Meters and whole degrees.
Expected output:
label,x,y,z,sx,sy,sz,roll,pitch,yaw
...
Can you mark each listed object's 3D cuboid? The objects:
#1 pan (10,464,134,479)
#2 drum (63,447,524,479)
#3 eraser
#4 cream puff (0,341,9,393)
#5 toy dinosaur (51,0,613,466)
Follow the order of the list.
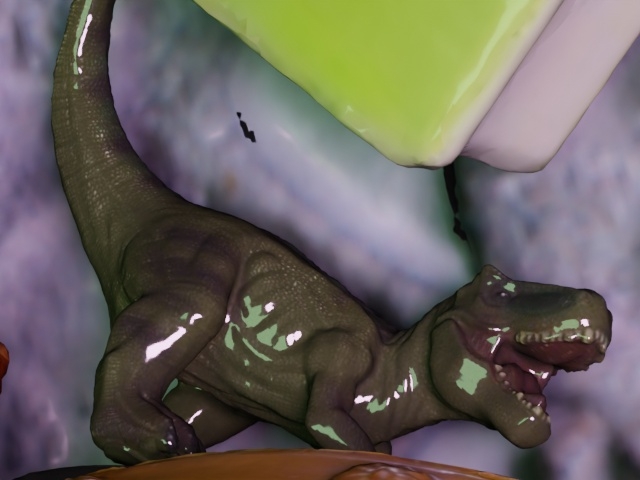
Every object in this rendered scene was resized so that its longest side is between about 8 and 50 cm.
label,x,y,z,sx,sy,sz,roll,pitch,yaw
pan,-0.088,0.087,0.553,0.136,0.235,0.028,-45,32,51
drum,-0.016,0.271,0.437,0.431,0.214,0.431,7,111,19
eraser,0.043,-0.181,0.523,0.210,0.092,0.274,40,111,23
cream puff,-0.263,-0.005,0.628,0.350,0.228,0.350,2,95,28
toy dinosaur,0.000,0.000,0.594,0.187,0.087,0.179,10,65,13
